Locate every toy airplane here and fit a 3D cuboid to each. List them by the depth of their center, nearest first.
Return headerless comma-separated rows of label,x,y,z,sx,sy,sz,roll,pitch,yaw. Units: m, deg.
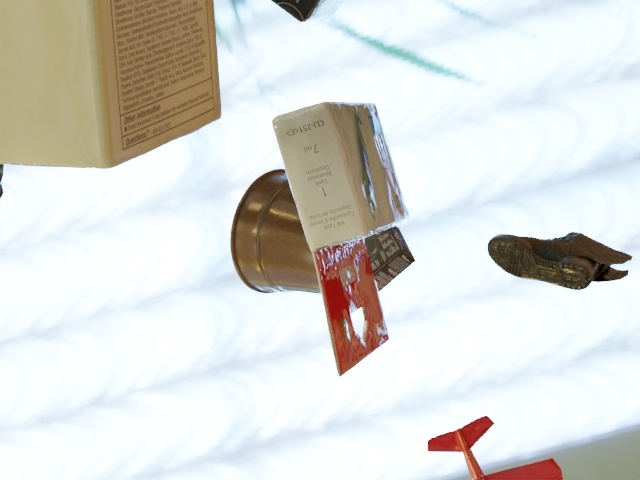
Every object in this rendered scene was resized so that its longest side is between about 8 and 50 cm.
toy airplane,0.149,0.220,1.711,0.151,0.151,0.028,-92,-18,-48

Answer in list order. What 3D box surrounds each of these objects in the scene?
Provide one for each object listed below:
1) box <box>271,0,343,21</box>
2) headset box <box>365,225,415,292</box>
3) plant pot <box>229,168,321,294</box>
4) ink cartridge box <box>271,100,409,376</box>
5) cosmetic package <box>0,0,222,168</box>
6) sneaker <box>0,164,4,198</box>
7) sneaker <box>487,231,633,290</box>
box,-0.061,-0.386,2.140,0.247,0.142,0.163,37,-164,5
headset box,0.065,0.024,2.163,0.032,0.083,0.062,33,-159,-40
plant pot,0.000,0.000,2.344,0.167,0.165,0.167,-15,-70,-47
ink cartridge box,0.041,-0.011,1.882,0.296,0.066,0.261,-21,-84,-78
cosmetic package,-0.155,-0.213,1.177,0.160,0.113,0.310,-31,-59,-61
sneaker,-0.512,-0.132,2.318,0.101,0.267,0.106,-39,-34,-64
sneaker,0.304,0.019,2.312,0.089,0.170,0.051,-43,-34,-53
